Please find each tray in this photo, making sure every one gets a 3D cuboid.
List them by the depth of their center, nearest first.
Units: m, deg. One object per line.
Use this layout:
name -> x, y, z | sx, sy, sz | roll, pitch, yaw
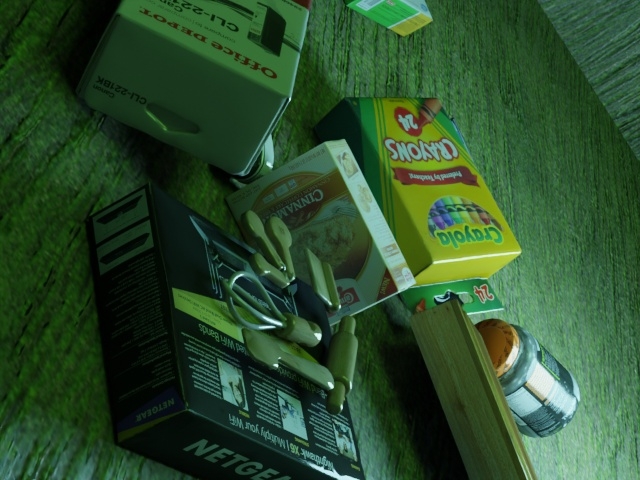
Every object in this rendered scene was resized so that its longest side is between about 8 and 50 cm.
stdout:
tray -> 0.231, 0.290, 1.861 | 0.203, 0.076, 0.411 | 49, 19, -71

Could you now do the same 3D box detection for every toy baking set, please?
toy baking set -> -0.029, 0.077, 1.442 | 0.197, 0.030, 0.256 | 49, 24, -24

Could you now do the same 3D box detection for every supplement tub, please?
supplement tub -> 0.281, 0.195, 2.094 | 0.190, 0.117, 0.117 | 43, 29, -40

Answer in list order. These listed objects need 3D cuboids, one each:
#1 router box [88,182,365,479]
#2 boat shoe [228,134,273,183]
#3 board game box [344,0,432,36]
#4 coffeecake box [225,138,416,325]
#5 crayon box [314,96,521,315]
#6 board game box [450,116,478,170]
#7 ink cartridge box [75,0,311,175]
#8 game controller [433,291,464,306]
router box -> -0.085, 0.115, 1.416 | 0.309, 0.081, 0.243 | 35, 34, -49
boat shoe -> -0.108, -0.174, 1.709 | 0.070, 0.078, 0.219 | 28, 42, -57
board game box -> 0.066, -0.526, 2.524 | 0.242, 0.064, 0.316 | 13, 53, -62
coffeecake box -> 0.000, 0.000, 1.657 | 0.185, 0.142, 0.068 | 63, 22, 3
crayon box -> 0.146, -0.049, 2.006 | 0.202, 0.081, 0.318 | -6, 63, -47
board game box -> 0.196, -0.105, 2.332 | 0.194, 0.060, 0.194 | -1, 66, -65
ink cartridge box -> -0.127, -0.215, 1.568 | 0.197, 0.114, 0.273 | 25, 33, -11
game controller -> 0.139, -0.019, 2.125 | 0.166, 0.067, 0.319 | 56, 18, -57
